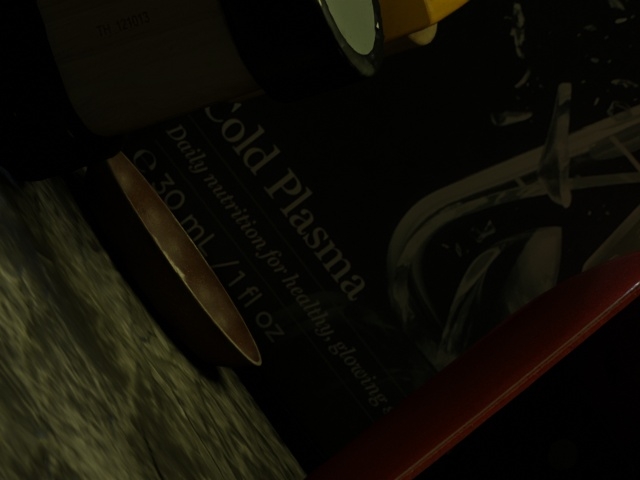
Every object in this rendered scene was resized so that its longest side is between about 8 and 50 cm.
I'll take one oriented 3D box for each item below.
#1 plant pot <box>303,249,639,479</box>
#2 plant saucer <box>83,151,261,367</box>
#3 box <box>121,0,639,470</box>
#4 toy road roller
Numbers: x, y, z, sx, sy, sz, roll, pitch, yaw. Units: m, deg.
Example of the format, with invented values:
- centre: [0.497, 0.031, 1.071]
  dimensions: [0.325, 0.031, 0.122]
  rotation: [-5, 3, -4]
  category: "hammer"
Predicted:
- centre: [0.133, 0.171, 1.053]
  dimensions: [0.267, 0.267, 0.236]
  rotation: [55, -10, -11]
  category: "plant pot"
- centre: [-0.094, 0.013, 1.171]
  dimensions: [0.168, 0.029, 0.168]
  rotation: [56, 2, -3]
  category: "plant saucer"
- centre: [0.179, -0.030, 1.370]
  dimensions: [0.480, 0.472, 0.297]
  rotation: [52, 7, -2]
  category: "box"
- centre: [-0.064, -0.187, 1.021]
  dimensions: [0.329, 0.202, 0.240]
  rotation: [-35, 108, -68]
  category: "toy road roller"
